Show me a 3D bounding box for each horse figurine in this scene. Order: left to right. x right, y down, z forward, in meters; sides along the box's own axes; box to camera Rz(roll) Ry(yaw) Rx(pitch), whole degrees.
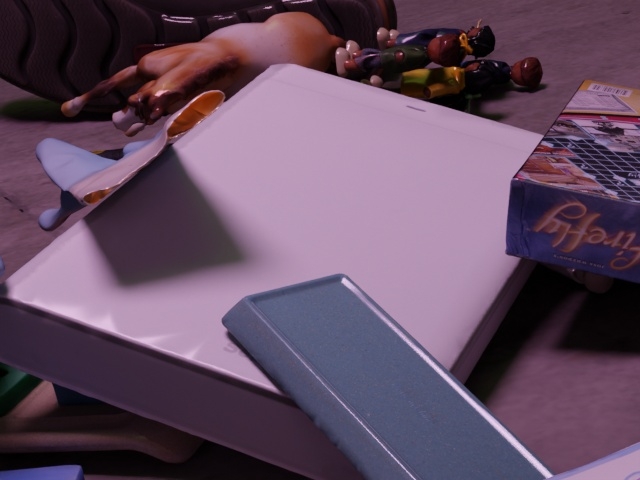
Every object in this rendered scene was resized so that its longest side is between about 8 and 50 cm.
[{"bbox_3d":[-0.068,-0.123,1.109,0.263,0.066,0.174,-16,-1,-36],"label":"horse figurine"}]

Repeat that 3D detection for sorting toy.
[{"bbox_3d":[-0.128,0.052,0.766,0.196,0.047,0.348,-1,21,21],"label":"sorting toy"}]

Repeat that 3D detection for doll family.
[{"bbox_3d":[0.099,-0.134,1.140,0.111,0.076,0.193,-4,17,27],"label":"doll family"}]

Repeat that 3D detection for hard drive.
[{"bbox_3d":[0.000,0.000,0.760,0.203,0.040,0.307,18,32,17],"label":"hard drive"}]

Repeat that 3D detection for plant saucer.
[{"bbox_3d":[0.036,0.071,0.594,0.067,0.018,0.192,-13,39,-32],"label":"plant saucer"}]

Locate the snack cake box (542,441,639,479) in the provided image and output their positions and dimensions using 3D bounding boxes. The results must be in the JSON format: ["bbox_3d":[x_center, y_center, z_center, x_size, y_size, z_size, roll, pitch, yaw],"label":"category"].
[{"bbox_3d":[0.052,0.138,0.308,0.264,0.152,0.089,-17,21,-21],"label":"snack cake box"}]

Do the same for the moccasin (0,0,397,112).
[{"bbox_3d":[-0.123,-0.196,1.299,0.380,0.139,0.147,-6,19,7],"label":"moccasin"}]

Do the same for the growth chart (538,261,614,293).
[{"bbox_3d":[0.211,-0.023,0.867,0.237,0.021,0.172,-14,20,-14],"label":"growth chart"}]

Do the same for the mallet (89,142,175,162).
[{"bbox_3d":[-0.092,-0.071,1.106,0.189,0.039,0.062,-1,19,31],"label":"mallet"}]

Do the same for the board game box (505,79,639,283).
[{"bbox_3d":[0.229,-0.016,0.734,0.243,0.042,0.165,13,27,18],"label":"board game box"}]

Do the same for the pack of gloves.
[{"bbox_3d":[-0.158,-0.013,0.749,0.195,0.046,0.232,-39,7,-15],"label":"pack of gloves"}]
